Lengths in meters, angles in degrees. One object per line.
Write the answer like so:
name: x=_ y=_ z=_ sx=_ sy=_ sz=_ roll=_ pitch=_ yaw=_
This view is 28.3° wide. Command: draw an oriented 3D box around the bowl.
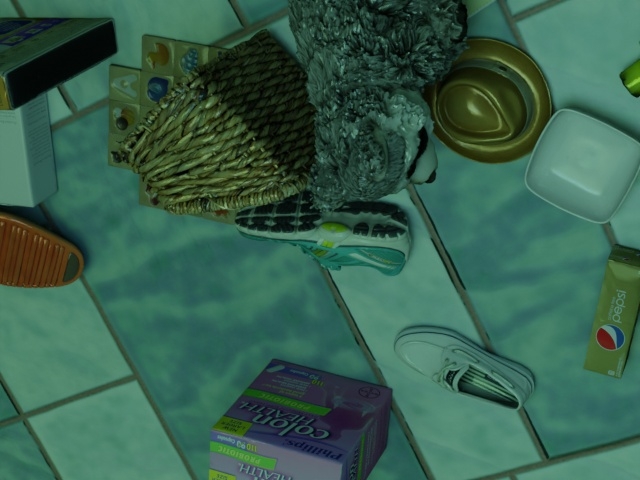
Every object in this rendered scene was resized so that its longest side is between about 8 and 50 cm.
bowl: x=0.366 y=-0.109 z=1.753 sx=0.142 sy=0.053 sz=0.142 roll=27 pitch=119 yaw=9

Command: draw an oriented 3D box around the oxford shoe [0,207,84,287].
oxford shoe: x=-0.569 y=-0.024 z=2.140 sx=0.364 sy=0.132 sz=0.130 roll=19 pitch=114 yaw=-7

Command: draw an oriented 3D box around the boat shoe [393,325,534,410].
boat shoe: x=0.213 y=0.194 z=1.931 sx=0.226 sy=0.076 sz=0.083 roll=15 pitch=116 yaw=16

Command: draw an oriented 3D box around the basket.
basket: x=-0.115 y=-0.127 z=1.785 sx=0.223 sy=0.299 sz=0.213 roll=46 pitch=119 yaw=-2

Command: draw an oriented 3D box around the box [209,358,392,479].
box: x=-0.028 y=0.310 z=1.983 sx=0.214 sy=0.243 sz=0.117 roll=13 pitch=116 yaw=18

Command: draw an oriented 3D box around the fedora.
fedora: x=0.223 y=-0.185 z=1.764 sx=0.194 sy=0.079 sz=0.194 roll=8 pitch=115 yaw=18

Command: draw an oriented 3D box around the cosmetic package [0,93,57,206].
cosmetic package: x=-0.508 y=-0.178 z=2.064 sx=0.117 sy=0.085 sz=0.231 roll=8 pitch=116 yaw=19

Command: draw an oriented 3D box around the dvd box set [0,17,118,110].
dvd box set: x=-0.564 y=-0.273 z=1.916 sx=0.420 sy=0.307 sz=0.062 roll=4 pitch=114 yaw=20

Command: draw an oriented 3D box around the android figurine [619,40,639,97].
android figurine: x=0.530 y=-0.244 z=1.629 sx=0.273 sy=0.056 sz=0.248 roll=-35 pitch=96 yaw=32

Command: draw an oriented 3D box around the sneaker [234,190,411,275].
sneaker: x=0.000 y=0.000 z=1.921 sx=0.275 sy=0.107 sz=0.110 roll=10 pitch=131 yaw=14

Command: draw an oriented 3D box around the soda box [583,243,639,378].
soda box: x=0.425 y=0.102 z=1.813 sx=0.058 sy=0.061 sz=0.181 roll=14 pitch=116 yaw=17

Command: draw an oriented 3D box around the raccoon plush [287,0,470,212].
raccoon plush: x=-0.018 y=-0.236 z=1.646 sx=0.446 sy=0.299 sz=0.216 roll=31 pitch=150 yaw=5

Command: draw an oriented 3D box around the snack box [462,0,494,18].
snack box: x=0.213 y=-0.416 z=1.648 sx=0.322 sy=0.060 sz=0.187 roll=-31 pitch=116 yaw=31

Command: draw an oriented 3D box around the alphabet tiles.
alphabet tiles: x=-0.178 y=-0.165 z=1.976 sx=0.343 sy=0.011 sz=0.285 roll=12 pitch=116 yaw=17
